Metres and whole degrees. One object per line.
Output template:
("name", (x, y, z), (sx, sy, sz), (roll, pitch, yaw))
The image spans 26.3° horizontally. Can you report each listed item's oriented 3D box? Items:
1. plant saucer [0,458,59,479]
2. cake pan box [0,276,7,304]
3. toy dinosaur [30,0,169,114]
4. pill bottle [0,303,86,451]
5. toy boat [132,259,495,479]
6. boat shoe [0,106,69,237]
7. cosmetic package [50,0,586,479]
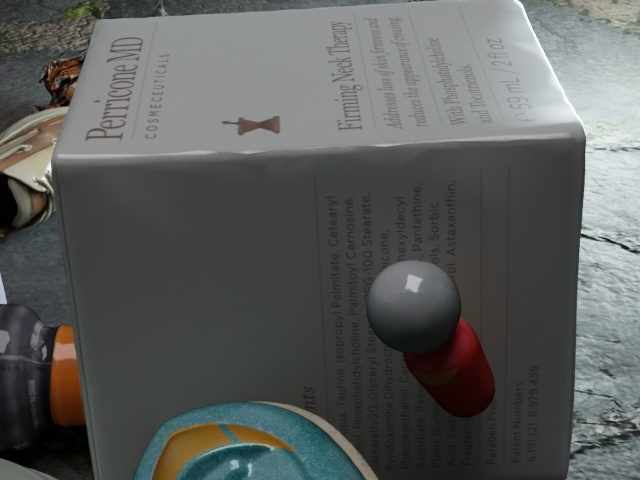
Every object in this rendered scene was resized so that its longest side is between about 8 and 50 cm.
("plant saucer", (-0.331, 0.248, 0.973), (0.401, 0.100, 0.400), (-1, 27, 0))
("cake pan box", (-0.426, -0.004, 1.322), (0.070, 0.267, 0.246), (-48, 32, 6))
("toy dinosaur", (-0.263, -0.183, 1.803), (0.218, 0.164, 0.322), (-27, 53, -15))
("pill bottle", (-0.319, 0.120, 1.186), (0.246, 0.130, 0.130), (-1, 27, -1))
("toy boat", (-0.008, 0.156, 0.973), (0.318, 0.148, 0.267), (-43, 43, -11))
("boat shoe", (-0.344, -0.058, 1.562), (0.324, 0.123, 0.116), (-23, 41, -24))
("cosmetic package", (0.000, 0.000, 1.186), (0.394, 0.327, 0.329), (-3, 28, -1))
